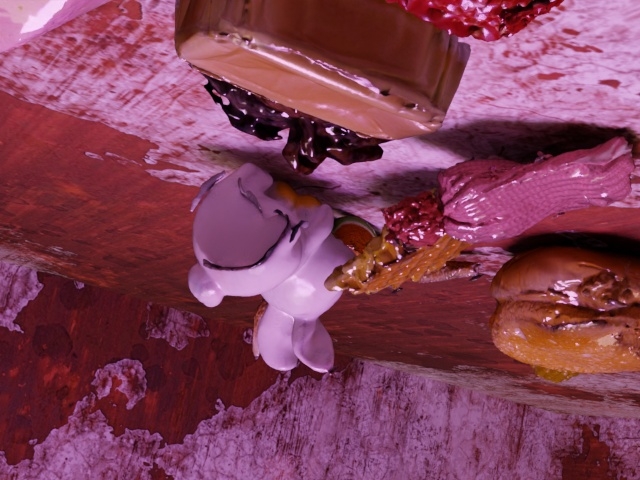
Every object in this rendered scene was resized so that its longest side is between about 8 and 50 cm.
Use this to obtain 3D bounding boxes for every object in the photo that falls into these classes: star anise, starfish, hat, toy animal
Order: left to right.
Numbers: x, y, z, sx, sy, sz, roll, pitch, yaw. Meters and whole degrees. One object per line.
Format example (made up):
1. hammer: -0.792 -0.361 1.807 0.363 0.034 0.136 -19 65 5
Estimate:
1. toy animal: -0.055 0.038 1.435 0.182 0.247 0.310 12 161 29
2. star anise: -0.025 -0.130 1.069 0.271 0.103 0.272 13 164 4
3. starfish: 0.051 0.088 1.794 0.398 0.132 0.384 -18 175 -7
4. hat: 0.209 -0.055 1.154 0.286 0.107 0.237 -13 164 2

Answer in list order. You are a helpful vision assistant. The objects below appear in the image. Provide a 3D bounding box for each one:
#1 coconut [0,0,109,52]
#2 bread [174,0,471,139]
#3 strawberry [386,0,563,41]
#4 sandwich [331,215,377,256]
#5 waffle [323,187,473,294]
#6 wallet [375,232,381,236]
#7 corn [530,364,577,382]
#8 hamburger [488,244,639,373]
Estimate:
1. coconut: -0.195 -0.230 0.576 0.233 0.233 0.245 -1 161 44
2. bread: 0.000 -0.172 0.862 0.241 0.107 0.136 19 168 -25
3. strawberry: 0.101 -0.200 0.661 0.188 0.106 0.286 6 166 29
4. sandwich: 0.054 -0.001 1.600 0.029 0.067 0.135 -6 153 43
5. waffle: 0.131 0.010 1.382 0.243 0.059 0.237 -38 162 31
6. wallet: 0.000 0.000 1.734 0.121 0.031 0.232 15 168 -26
7. corn: 0.486 0.208 1.985 0.130 0.130 0.347 10 164 7
8. hamburger: 0.409 0.105 1.516 0.289 0.170 0.314 13 166 -17
